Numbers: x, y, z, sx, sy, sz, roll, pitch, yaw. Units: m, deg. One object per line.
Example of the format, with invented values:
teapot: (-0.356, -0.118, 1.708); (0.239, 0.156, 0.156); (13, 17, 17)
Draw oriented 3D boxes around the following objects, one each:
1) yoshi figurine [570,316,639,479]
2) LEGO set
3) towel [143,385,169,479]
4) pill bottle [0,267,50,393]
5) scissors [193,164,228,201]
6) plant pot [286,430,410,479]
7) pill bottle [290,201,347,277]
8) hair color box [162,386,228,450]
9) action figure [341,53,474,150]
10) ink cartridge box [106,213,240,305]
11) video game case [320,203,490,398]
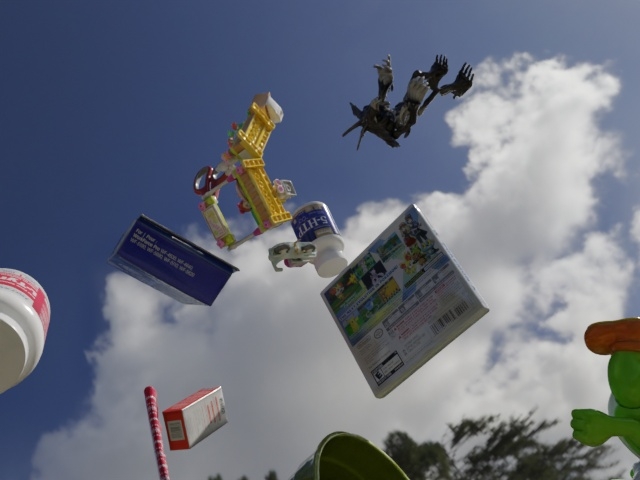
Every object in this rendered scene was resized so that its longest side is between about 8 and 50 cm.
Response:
yoshi figurine: (0.471, 0.318, 1.024); (0.203, 0.362, 0.203); (0, -30, 4)
LEGO set: (-0.106, -0.087, 0.947); (0.107, 0.287, 0.132); (-30, -28, 29)
towel: (-0.366, 0.496, 1.552); (0.031, 0.275, 0.199); (-11, -45, -17)
pill bottle: (-0.731, 0.202, 1.495); (0.228, 0.407, 0.229); (-3, -82, -19)
scissors: (-0.275, -0.091, 1.643); (0.108, 0.297, 0.021); (-16, -47, 16)
plant pot: (-0.004, 0.608, 1.234); (0.353, 0.367, 0.366); (-42, -45, 18)
pill bottle: (0.000, 0.000, 1.764); (0.111, 0.187, 0.112); (-17, -35, -12)
hair color box: (-0.223, 0.318, 1.211); (0.141, 0.043, 0.072); (-11, -90, -69)
action figure: (0.164, -0.292, 1.351); (0.275, 0.164, 0.141); (-32, -38, -20)
ink cartridge box: (-0.249, 0.041, 1.077); (0.165, 0.332, 0.065); (31, -106, -14)
video game case: (0.172, 0.135, 1.499); (0.036, 0.300, 0.329); (13, -51, -48)
